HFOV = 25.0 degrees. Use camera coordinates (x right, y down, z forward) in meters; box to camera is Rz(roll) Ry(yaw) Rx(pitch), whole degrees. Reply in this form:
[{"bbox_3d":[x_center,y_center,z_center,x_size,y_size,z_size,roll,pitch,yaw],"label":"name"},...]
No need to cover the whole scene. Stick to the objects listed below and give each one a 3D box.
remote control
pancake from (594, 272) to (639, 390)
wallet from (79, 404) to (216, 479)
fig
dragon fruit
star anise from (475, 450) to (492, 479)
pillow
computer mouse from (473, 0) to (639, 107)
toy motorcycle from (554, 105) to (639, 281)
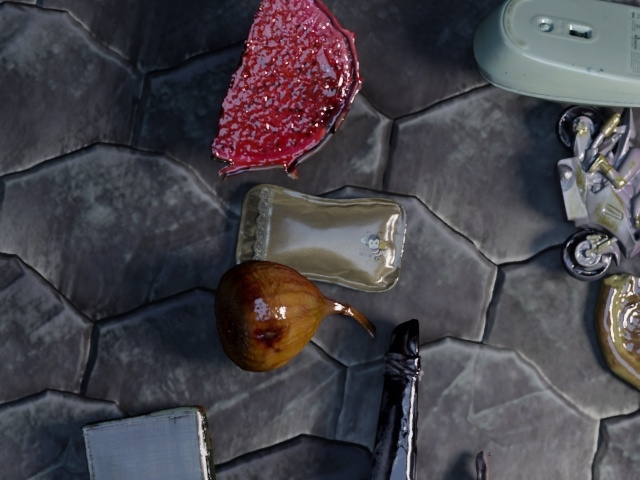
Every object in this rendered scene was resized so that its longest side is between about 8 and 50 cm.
[{"bbox_3d":[0.091,0.229,1.801,0.066,0.090,0.266,4,84,-10],"label":"remote control"},{"bbox_3d":[0.459,0.093,1.801,0.235,0.029,0.212,-45,83,3],"label":"pancake"},{"bbox_3d":[-0.205,0.377,1.847,0.169,0.044,0.317,-10,85,2],"label":"wallet"},{"bbox_3d":[-0.028,0.086,1.821,0.201,0.146,0.133,-9,64,-15],"label":"fig"},{"bbox_3d":[-0.034,-0.193,1.847,0.161,0.126,0.274,19,97,-2],"label":"dragon fruit"},{"bbox_3d":[0.197,0.387,1.788,0.172,0.063,0.208,-37,82,4],"label":"star anise"},{"bbox_3d":[0.000,0.000,1.861,0.217,0.033,0.130,8,85,8],"label":"pillow"},{"bbox_3d":[0.333,-0.224,1.805,0.288,0.097,0.159,11,48,0],"label":"computer mouse"},{"bbox_3d":[0.371,-0.062,1.804,0.152,0.073,0.225,-2,84,2],"label":"toy motorcycle"}]
